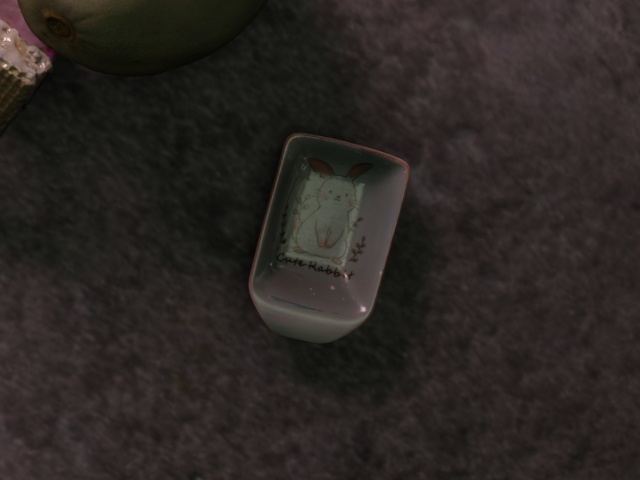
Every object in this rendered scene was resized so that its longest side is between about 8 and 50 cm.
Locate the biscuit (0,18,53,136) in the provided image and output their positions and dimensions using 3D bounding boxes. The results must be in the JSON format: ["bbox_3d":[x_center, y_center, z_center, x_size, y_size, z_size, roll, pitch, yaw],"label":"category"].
[{"bbox_3d":[-0.372,-0.138,1.362,0.108,0.239,0.062,36,44,-16],"label":"biscuit"}]

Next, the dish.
[{"bbox_3d":[0.000,0.000,1.531,0.154,0.064,0.234,14,93,-14],"label":"dish"}]

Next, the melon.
[{"bbox_3d":[-0.172,-0.304,1.351,0.308,0.271,0.272,-18,103,-44],"label":"melon"}]

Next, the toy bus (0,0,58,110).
[{"bbox_3d":[-0.403,-0.252,1.395,0.274,0.090,0.112,35,82,-14],"label":"toy bus"}]
